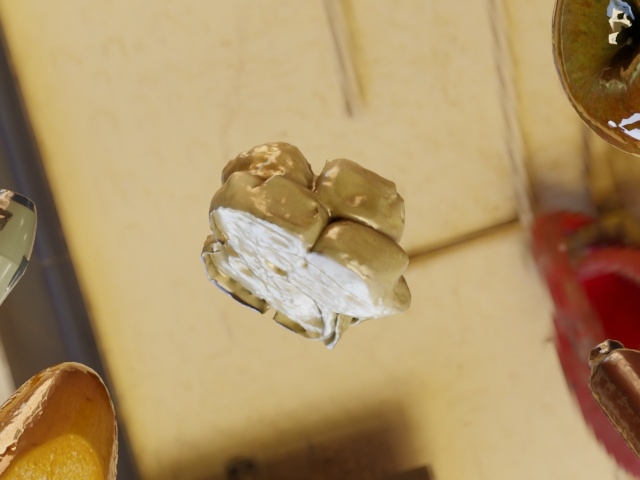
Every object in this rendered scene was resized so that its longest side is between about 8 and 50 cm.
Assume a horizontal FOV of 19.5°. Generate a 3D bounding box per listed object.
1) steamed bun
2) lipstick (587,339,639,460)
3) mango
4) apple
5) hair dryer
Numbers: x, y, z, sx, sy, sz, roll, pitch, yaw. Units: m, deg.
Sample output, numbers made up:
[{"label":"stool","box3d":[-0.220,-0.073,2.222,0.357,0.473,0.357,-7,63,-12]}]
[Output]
[{"label":"steamed bun","box3d":[0.000,0.000,1.543,0.192,0.106,0.177,25,153,15]},{"label":"lipstick","box3d":[0.350,0.230,1.693,0.418,0.077,0.077,-120,14,-50]},{"label":"mango","box3d":[-0.193,0.171,1.202,0.141,0.102,0.217,53,-135,-40]},{"label":"apple","box3d":[0.297,-0.162,1.395,0.237,0.207,0.237,16,110,53]},{"label":"hair dryer","box3d":[-0.308,0.029,1.530,0.199,0.067,0.167,22,-98,-71]}]
